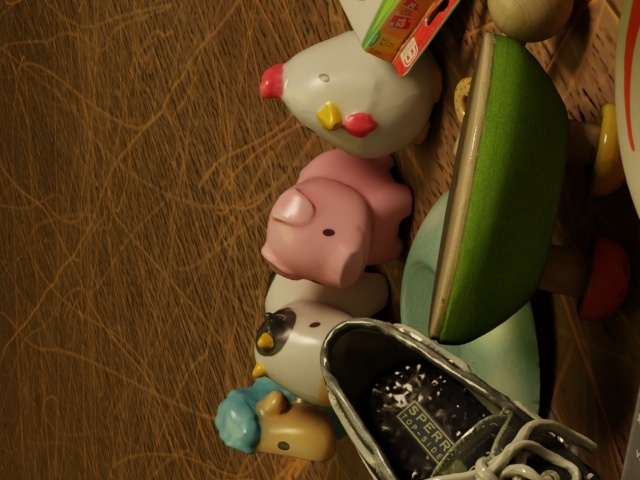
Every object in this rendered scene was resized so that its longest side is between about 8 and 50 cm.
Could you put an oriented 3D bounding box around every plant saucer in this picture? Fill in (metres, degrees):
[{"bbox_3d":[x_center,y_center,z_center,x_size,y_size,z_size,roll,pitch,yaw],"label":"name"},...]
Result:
[{"bbox_3d":[0.090,0.062,1.339,0.195,0.037,0.195,171,90,-71],"label":"plant saucer"}]

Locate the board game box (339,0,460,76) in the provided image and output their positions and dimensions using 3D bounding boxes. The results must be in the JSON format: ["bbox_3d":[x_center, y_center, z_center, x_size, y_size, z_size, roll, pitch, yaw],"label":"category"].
[{"bbox_3d":[0.045,-0.237,1.422,0.124,0.039,0.259,-54,39,26],"label":"board game box"}]

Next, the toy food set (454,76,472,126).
[{"bbox_3d":[0.108,-0.064,1.332,0.082,0.020,0.083,-126,39,-58],"label":"toy food set"}]

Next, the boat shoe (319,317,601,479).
[{"bbox_3d":[0.099,0.138,1.070,0.105,0.113,0.306,51,180,-44],"label":"boat shoe"}]

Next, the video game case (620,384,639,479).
[{"bbox_3d":[0.206,0.199,1.067,0.196,0.026,0.274,-125,36,-58],"label":"video game case"}]

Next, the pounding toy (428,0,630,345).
[{"bbox_3d":[0.135,-0.039,1.171,0.237,0.110,0.183,-78,-2,-48],"label":"pounding toy"}]

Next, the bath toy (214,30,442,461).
[{"bbox_3d":[0.000,0.000,1.492,0.151,0.129,0.348,-118,33,-52],"label":"bath toy"}]

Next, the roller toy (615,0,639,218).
[{"bbox_3d":[0.213,-0.064,0.835,0.191,0.146,0.209,-123,36,-57],"label":"roller toy"}]
